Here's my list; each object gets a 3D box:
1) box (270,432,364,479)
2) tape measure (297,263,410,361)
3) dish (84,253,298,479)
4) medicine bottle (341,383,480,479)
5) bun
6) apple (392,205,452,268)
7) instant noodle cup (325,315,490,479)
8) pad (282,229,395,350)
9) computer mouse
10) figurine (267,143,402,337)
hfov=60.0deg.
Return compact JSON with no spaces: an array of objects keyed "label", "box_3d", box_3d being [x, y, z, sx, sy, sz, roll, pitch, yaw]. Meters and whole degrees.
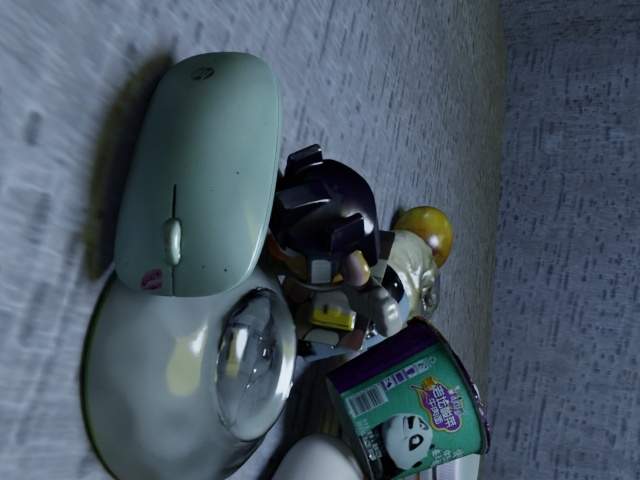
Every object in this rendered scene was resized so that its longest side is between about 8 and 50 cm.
[{"label":"box","box_3d":[-0.025,0.491,0.823,0.349,0.141,0.289,-51,137,-52]},{"label":"tape measure","box_3d":[0.057,0.115,0.937,0.182,0.181,0.107,-47,119,-52]},{"label":"dish","box_3d":[-0.109,0.142,0.662,0.324,0.124,0.324,-5,95,-63]},{"label":"medicine bottle","box_3d":[0.193,0.408,1.156,0.252,0.240,0.253,0,90,-64]},{"label":"bun","box_3d":[0.156,0.105,1.160,0.273,0.168,0.273,-24,119,-56]},{"label":"apple","box_3d":[0.256,-0.005,1.383,0.163,0.146,0.147,58,37,-45]},{"label":"instant noodle cup","box_3d":[0.130,0.277,0.925,0.251,0.190,0.251,158,-90,-80]},{"label":"pad","box_3d":[0.020,0.062,0.884,0.003,0.158,0.235,76,29,-47]},{"label":"computer mouse","box_3d":[-0.124,-0.084,0.574,0.097,0.159,0.289,76,20,-60]},{"label":"figurine","box_3d":[-0.001,-0.004,0.723,0.143,0.308,0.308,-52,139,-23]}]
